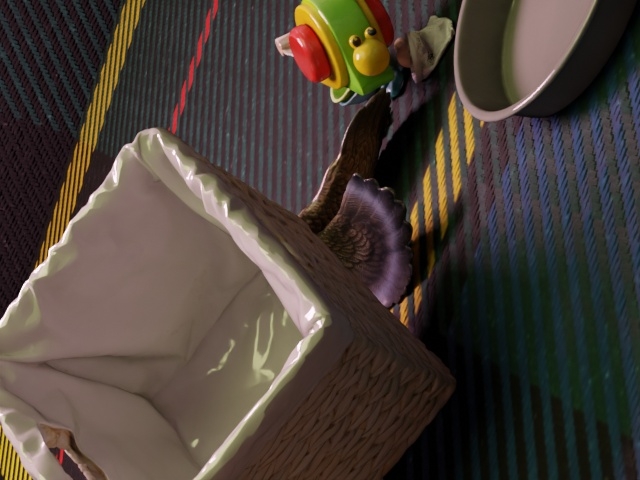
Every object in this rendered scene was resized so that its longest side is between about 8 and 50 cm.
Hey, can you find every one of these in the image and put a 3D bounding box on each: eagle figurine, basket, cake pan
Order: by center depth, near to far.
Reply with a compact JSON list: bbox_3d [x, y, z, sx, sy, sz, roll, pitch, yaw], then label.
[{"bbox_3d":[-0.104,0.128,1.691,0.331,0.266,0.328,-52,53,10],"label":"basket"},{"bbox_3d":[0.228,-0.248,1.691,0.293,0.054,0.293,-50,30,44],"label":"cake pan"},{"bbox_3d":[-0.005,-0.002,1.944,0.298,0.225,0.226,-30,83,18],"label":"eagle figurine"}]

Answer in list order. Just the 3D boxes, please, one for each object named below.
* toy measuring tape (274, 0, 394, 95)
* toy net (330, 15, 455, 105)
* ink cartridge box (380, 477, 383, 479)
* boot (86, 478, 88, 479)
[{"bbox_3d":[0.001,-0.250,2.024,0.121,0.121,0.330,-69,24,7],"label":"toy measuring tape"},{"bbox_3d":[0.079,-0.192,2.019,0.232,0.045,0.122,-33,43,58],"label":"toy net"},{"bbox_3d":[-0.028,0.257,1.878,0.255,0.097,0.189,-18,49,22],"label":"ink cartridge box"},{"bbox_3d":[-0.196,0.298,2.070,0.367,0.146,0.445,160,116,-64],"label":"boot"}]
